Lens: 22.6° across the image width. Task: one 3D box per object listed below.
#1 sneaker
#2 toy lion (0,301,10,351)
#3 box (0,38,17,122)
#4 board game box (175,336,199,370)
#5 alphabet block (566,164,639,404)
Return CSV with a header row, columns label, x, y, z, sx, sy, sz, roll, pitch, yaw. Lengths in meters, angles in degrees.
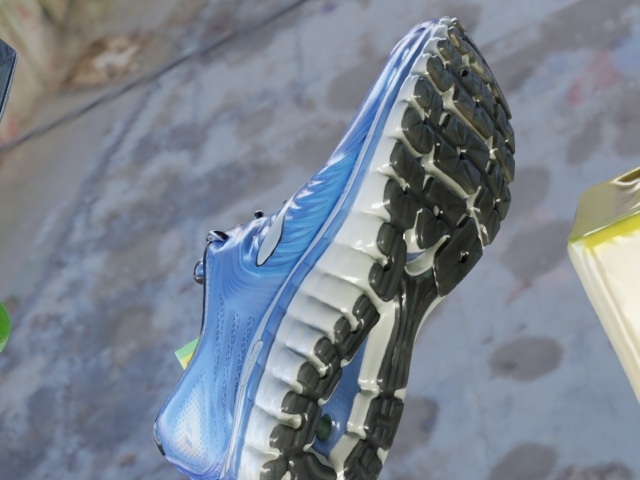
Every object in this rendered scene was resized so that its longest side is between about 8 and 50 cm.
label,x,y,z,sx,sy,sz,roll,pitch,yaw
sneaker,0.000,0.000,0.931,0.147,0.130,0.330,10,61,39
toy lion,-0.266,0.073,1.150,0.100,0.034,0.096,-20,58,-36
box,-0.456,-0.117,1.145,0.312,0.343,0.179,-15,52,34
board game box,0.023,0.041,1.662,0.317,0.046,0.213,-32,-6,19
alphabet block,0.265,0.035,0.887,0.193,0.197,0.192,-25,5,13
